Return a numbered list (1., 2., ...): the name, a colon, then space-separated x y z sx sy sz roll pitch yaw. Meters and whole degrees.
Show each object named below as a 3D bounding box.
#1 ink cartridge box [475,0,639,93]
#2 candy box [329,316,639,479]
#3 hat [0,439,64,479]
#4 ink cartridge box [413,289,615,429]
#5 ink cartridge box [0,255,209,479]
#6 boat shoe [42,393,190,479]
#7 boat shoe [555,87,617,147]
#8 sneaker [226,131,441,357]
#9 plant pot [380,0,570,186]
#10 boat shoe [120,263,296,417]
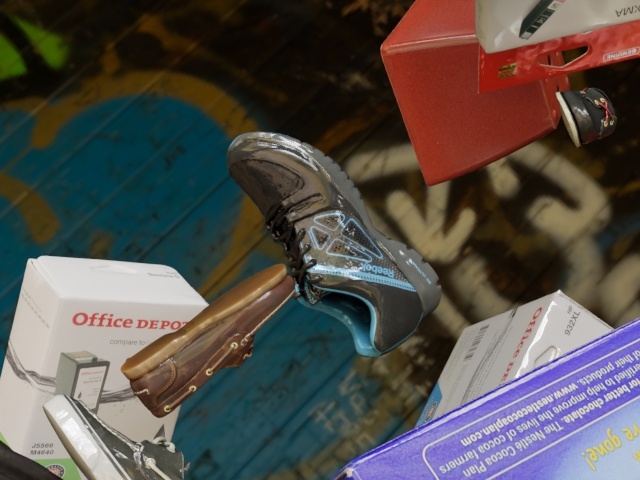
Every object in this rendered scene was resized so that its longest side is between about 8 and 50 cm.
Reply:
1. ink cartridge box: 0.357 -0.313 1.527 0.239 0.275 0.060 81 -5 -46
2. candy box: 0.171 0.197 0.431 0.317 0.268 0.122 58 -35 21
3. hat: -0.303 0.259 0.957 0.331 0.134 0.331 36 28 -23
4. ink cartridge box: 0.280 0.224 1.580 0.129 0.223 0.307 34 -21 -7
5. ink cartridge box: -0.275 0.170 1.310 0.198 0.273 0.115 6 19 -36
6. boat shoe: -0.147 0.207 0.919 0.219 0.070 0.078 48 -22 0
7. boat shoe: 0.224 -0.107 0.899 0.049 0.042 0.133 71 19 -1
8. sneaker: 0.000 0.000 1.367 0.341 0.139 0.125 42 -33 2
9. plant pot: 0.286 -0.283 1.854 0.235 0.267 0.267 -8 -62 27
10. boat shoe: -0.108 0.106 1.140 0.073 0.207 0.073 57 -8 -12
